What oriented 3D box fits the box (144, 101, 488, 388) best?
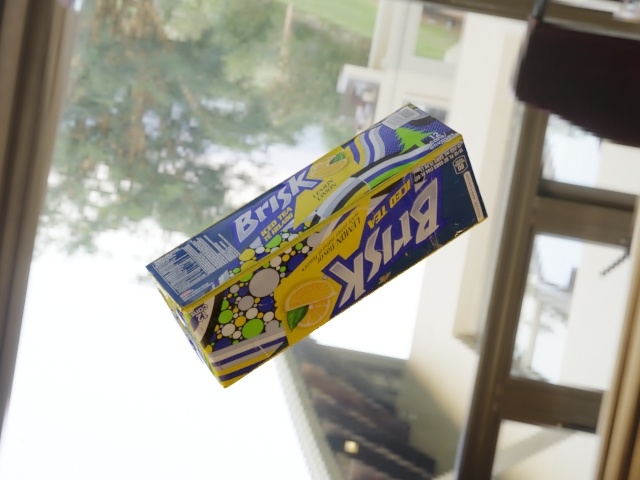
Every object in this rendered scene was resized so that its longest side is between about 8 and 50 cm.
[{"bbox_3d":[0.000,0.000,0.645,0.169,0.059,0.054,-32,-143,-12],"label":"box"}]
